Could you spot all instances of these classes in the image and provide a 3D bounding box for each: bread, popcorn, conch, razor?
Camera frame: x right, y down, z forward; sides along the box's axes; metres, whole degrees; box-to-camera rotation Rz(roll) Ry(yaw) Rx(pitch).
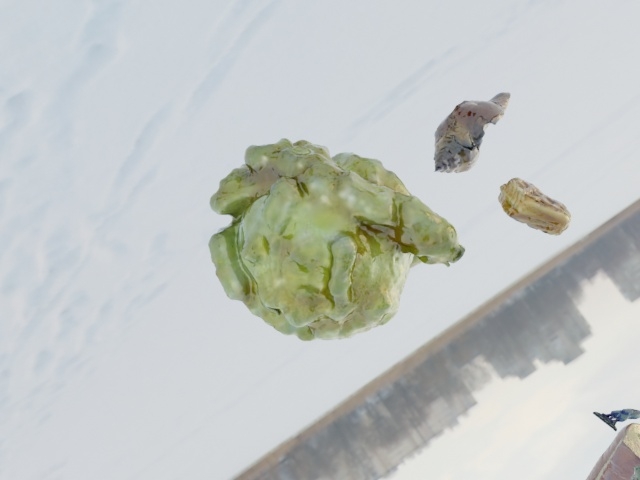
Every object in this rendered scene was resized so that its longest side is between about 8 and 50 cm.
[{"bbox_3d":[0.295,-0.047,1.287,0.044,0.110,0.083,-60,-158,22],"label":"bread"},{"bbox_3d":[0.460,0.327,1.356,0.119,0.067,0.192,-8,142,-9],"label":"bread"},{"bbox_3d":[0.007,0.006,1.311,0.279,0.335,0.274,-52,164,7],"label":"popcorn"},{"bbox_3d":[0.230,-0.177,1.452,0.233,0.080,0.086,-57,-174,-25],"label":"conch"},{"bbox_3d":[0.460,0.258,1.336,0.154,0.044,0.028,13,106,-32],"label":"razor"}]

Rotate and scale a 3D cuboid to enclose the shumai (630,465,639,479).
[{"bbox_3d":[0.316,0.328,0.877,0.260,0.225,0.222,-45,-162,59],"label":"shumai"}]
